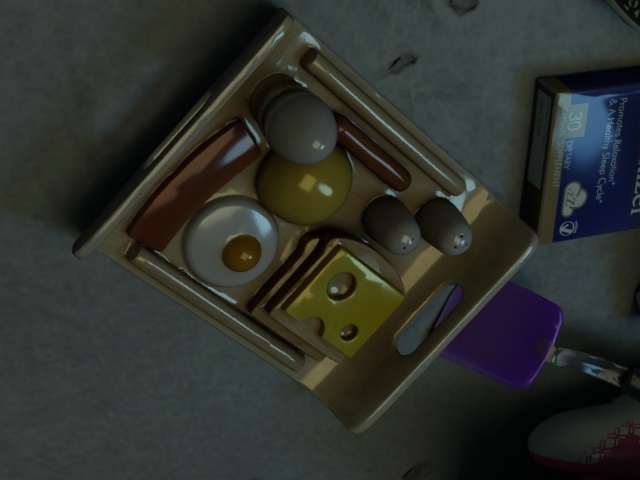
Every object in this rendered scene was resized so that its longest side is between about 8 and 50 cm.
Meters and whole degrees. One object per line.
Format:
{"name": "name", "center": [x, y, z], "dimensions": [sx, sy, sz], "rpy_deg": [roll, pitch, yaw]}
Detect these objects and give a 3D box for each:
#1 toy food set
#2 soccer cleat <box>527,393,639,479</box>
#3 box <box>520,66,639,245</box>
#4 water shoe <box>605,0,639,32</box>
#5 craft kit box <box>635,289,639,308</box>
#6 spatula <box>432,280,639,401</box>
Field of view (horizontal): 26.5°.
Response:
{"name": "toy food set", "center": [0.000, 0.000, 0.999], "dimensions": [0.220, 0.092, 0.306], "rpy_deg": [-48, 125, 6]}
{"name": "soccer cleat", "center": [0.336, 0.150, 1.245], "dimensions": [0.331, 0.116, 0.143], "rpy_deg": [3, 94, -24]}
{"name": "box", "center": [0.275, -0.078, 1.118], "dimensions": [0.225, 0.036, 0.136], "rpy_deg": [-10, 121, -21]}
{"name": "water shoe", "center": [0.294, -0.176, 1.052], "dimensions": [0.203, 0.080, 0.073], "rpy_deg": [26, 102, -8]}
{"name": "craft kit box", "center": [0.439, 0.019, 1.147], "dimensions": [0.250, 0.061, 0.246], "rpy_deg": [-4, 158, -22]}
{"name": "spatula", "center": [0.240, 0.110, 1.150], "dimensions": [0.296, 0.030, 0.084], "rpy_deg": [21, 101, -12]}
